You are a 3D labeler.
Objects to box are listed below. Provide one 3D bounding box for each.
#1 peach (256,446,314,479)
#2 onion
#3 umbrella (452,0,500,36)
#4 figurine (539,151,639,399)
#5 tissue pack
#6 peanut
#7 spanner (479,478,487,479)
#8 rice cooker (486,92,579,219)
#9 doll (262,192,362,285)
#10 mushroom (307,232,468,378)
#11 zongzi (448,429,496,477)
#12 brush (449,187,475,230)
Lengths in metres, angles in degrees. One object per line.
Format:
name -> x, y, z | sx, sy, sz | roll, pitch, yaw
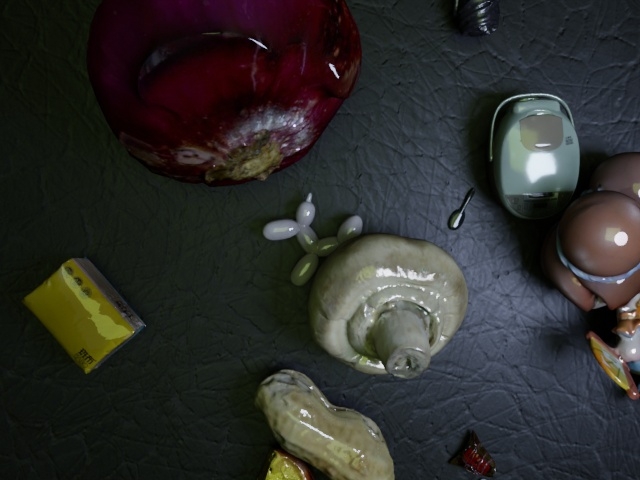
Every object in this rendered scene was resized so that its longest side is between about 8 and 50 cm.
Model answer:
peach -> -0.068, 0.445, 1.112 | 0.127, 0.092, 0.172 | -8, 82, -5
onion -> -0.152, -0.316, 0.958 | 0.397, 0.398, 0.421 | -18, 64, 1
umbrella -> 0.260, -0.506, 1.056 | 0.094, 0.090, 0.327 | 0, 94, 21
figurine -> 0.512, 0.081, 1.023 | 0.388, 0.276, 0.248 | 51, 136, 1
tissue pack -> -0.405, 0.127, 1.091 | 0.120, 0.082, 0.169 | -40, 93, 3
peanut -> 0.010, 0.332, 1.088 | 0.290, 0.130, 0.130 | 36, 93, -4
spanner -> 0.395, 0.483, 1.155 | 0.254, 0.015, 0.054 | 13, 94, -2
rice cooker -> 0.350, -0.138, 1.063 | 0.144, 0.127, 0.207 | -3, 90, -1
doll -> 0.000, 0.000, 1.100 | 0.160, 0.059, 0.161 | -33, 93, 3
mushroom -> 0.112, 0.114, 1.009 | 0.260, 0.234, 0.254 | -38, 119, 7
zongzi -> 0.269, 0.394, 1.139 | 0.073, 0.067, 0.083 | -37, 75, 13
brush -> 0.251, -0.055, 1.124 | 0.024, 0.008, 0.083 | 27, 92, -1
